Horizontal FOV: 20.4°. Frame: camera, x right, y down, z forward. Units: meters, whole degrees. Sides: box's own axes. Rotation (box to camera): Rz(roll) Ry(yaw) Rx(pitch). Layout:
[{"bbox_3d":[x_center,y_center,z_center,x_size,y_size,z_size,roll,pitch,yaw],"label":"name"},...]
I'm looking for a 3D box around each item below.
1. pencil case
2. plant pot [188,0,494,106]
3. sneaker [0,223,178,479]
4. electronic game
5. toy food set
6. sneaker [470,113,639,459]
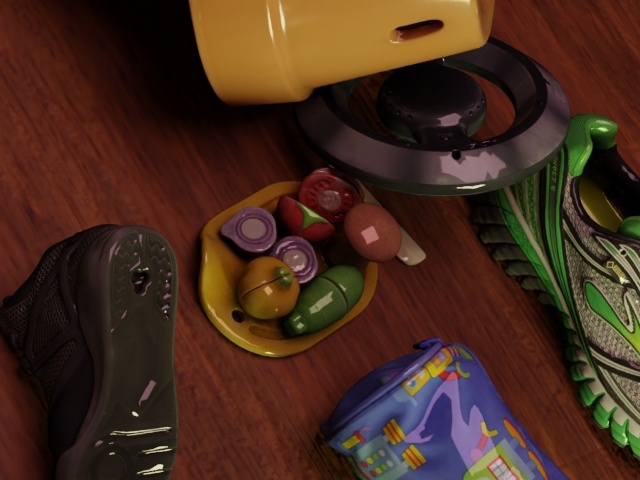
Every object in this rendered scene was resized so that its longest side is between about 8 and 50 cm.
[{"bbox_3d":[0.142,0.208,1.329,0.133,0.119,0.306,-43,92,-11],"label":"pencil case"},{"bbox_3d":[0.028,-0.249,1.365,0.203,0.291,0.291,1,57,10],"label":"plant pot"},{"bbox_3d":[-0.163,0.101,1.228,0.087,0.130,0.227,1,92,-38],"label":"sneaker"},{"bbox_3d":[0.091,-0.110,1.464,0.229,0.048,0.229,1,39,-1],"label":"electronic game"},{"bbox_3d":[0.000,0.000,1.388,0.218,0.071,0.128,-34,85,-41],"label":"toy food set"},{"bbox_3d":[0.268,0.050,1.486,0.134,0.146,0.343,-33,86,-41],"label":"sneaker"}]
